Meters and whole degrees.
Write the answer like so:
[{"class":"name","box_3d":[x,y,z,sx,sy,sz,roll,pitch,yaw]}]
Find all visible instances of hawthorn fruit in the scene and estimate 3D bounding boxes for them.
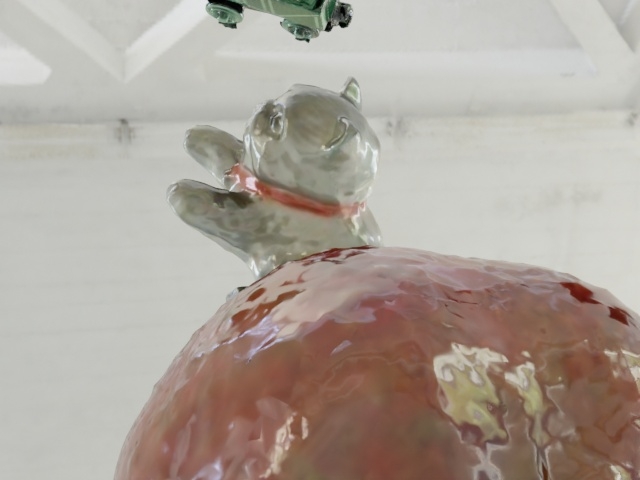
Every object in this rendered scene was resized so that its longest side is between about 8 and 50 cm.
[{"class":"hawthorn fruit","box_3d":[0.032,0.145,0.450,0.287,0.287,0.330,3,-8,-17]}]

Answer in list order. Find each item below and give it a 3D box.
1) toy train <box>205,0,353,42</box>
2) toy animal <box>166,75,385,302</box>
[{"class":"toy train","box_3d":[-0.082,-0.377,1.366,0.270,0.115,0.154,20,-9,8]},{"class":"toy animal","box_3d":[0.000,0.000,0.846,0.188,0.307,0.266,-33,-69,19]}]
